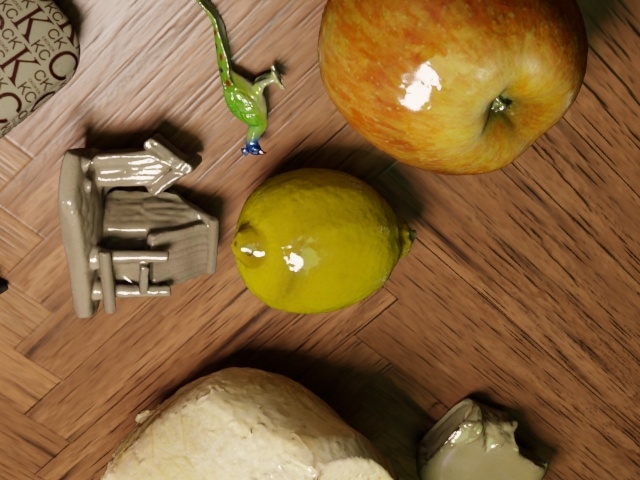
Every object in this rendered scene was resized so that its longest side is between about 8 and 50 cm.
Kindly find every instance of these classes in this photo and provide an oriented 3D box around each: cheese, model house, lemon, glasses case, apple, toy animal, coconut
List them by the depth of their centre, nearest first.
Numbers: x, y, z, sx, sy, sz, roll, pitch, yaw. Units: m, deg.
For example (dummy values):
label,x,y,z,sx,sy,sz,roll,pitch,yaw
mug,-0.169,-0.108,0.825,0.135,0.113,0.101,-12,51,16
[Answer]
label,x,y,z,sx,sy,sz,roll,pitch,yaw
glasses case,-0.421,-0.143,1.230,0.355,0.085,0.137,-42,98,-13
apple,0.152,-0.199,1.247,0.309,0.250,0.277,1,122,-10
toy animal,-0.087,-0.204,1.339,0.075,0.041,0.216,-14,119,4
model house,-0.220,-0.022,1.389,0.188,0.122,0.229,-4,120,-7
lemon,0.000,0.000,1.399,0.248,0.184,0.184,-1,124,-27
coconut,-0.115,0.358,1.518,0.405,0.404,0.404,-3,123,-5
cheese,0.245,0.328,1.689,0.202,0.091,0.175,25,116,-23

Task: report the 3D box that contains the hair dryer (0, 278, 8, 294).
label,x,y,z,sx,sy,sz,roll,pitch,yaw
hair dryer,-0.535,0.030,1.348,0.156,0.284,0.320,-42,84,0
